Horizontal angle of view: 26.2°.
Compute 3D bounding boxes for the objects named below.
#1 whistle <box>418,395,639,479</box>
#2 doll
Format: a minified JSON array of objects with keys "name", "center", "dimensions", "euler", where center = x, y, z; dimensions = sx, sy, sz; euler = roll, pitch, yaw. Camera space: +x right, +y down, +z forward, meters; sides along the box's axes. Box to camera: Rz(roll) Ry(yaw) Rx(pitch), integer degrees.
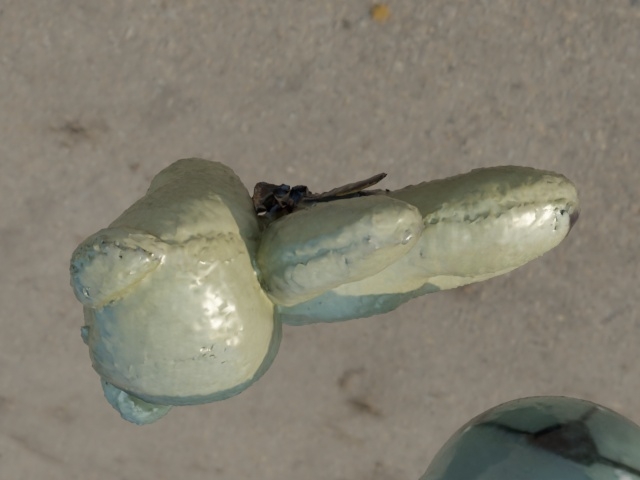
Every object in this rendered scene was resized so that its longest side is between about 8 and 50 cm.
[{"name":"whistle","center":[0.107,0.160,0.750],"dimensions":[0.163,0.163,0.289],"euler":[32,163,-19]},{"name":"doll","center":[0.000,0.000,0.770],"dimensions":[0.278,0.149,0.175],"euler":[-11,141,-5]}]
